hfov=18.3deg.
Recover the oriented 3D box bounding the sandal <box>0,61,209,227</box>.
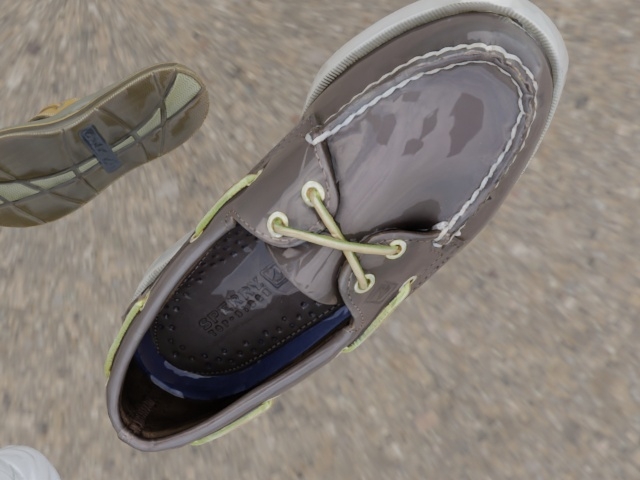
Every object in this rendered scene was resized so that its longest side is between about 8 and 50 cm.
[{"bbox_3d":[-0.154,-0.064,1.251,0.180,0.049,0.072,-26,121,6],"label":"sandal"}]

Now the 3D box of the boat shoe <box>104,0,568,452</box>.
[{"bbox_3d":[0.000,0.000,1.003,0.116,0.096,0.324,41,127,-13],"label":"boat shoe"}]

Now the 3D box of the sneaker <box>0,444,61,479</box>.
[{"bbox_3d":[-0.190,0.234,1.215,0.090,0.115,0.232,-47,61,27],"label":"sneaker"}]
